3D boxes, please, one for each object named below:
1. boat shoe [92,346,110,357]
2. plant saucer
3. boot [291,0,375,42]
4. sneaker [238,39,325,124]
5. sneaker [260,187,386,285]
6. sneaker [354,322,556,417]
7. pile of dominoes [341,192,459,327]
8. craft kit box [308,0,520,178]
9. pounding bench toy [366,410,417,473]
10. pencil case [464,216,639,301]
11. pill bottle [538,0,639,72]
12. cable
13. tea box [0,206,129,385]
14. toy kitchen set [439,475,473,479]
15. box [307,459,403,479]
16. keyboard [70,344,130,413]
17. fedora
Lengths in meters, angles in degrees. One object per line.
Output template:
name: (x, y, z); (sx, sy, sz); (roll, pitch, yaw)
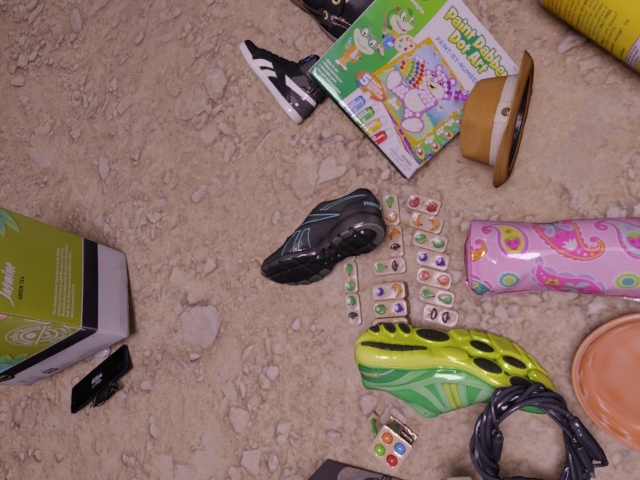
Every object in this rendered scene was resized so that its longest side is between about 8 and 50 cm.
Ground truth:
boat shoe: (-0.533, 0.249, 0.931); (0.100, 0.035, 0.035); (10, 85, 23)
plant saucer: (0.441, 0.183, 0.519); (0.200, 0.037, 0.200); (8, 106, 30)
boot: (-0.006, -0.504, 0.700); (0.138, 0.284, 0.377); (-46, 68, 10)
sneaker: (-0.064, -0.351, 0.820); (0.121, 0.079, 0.217); (-38, 78, 9)
sneaker: (0.000, 0.000, 0.728); (0.267, 0.101, 0.106); (-27, 48, 29)
sneaker: (0.199, 0.206, 0.620); (0.295, 0.109, 0.124); (9, 122, 14)
pile of dominoes: (0.124, 0.035, 0.698); (0.196, 0.040, 0.251); (-8, 79, 21)
craft kit box: (0.153, -0.277, 0.672); (0.246, 0.061, 0.250); (-44, 96, 8)
pounding bench toy: (0.103, 0.317, 0.647); (0.083, 0.065, 0.052); (33, 95, 23)
pencil case: (0.352, 0.027, 0.565); (0.284, 0.124, 0.124); (1, 82, 21)
pill bottle: (0.434, -0.380, 0.556); (0.188, 0.188, 0.334); (-43, 69, 11)
cable: (0.270, 0.269, 0.527); (0.150, 0.047, 0.184); (-39, 98, 13)
tea box: (-0.639, 0.133, 0.819); (0.329, 0.323, 0.220); (-27, 59, 17)
toy kitchen set: (0.125, 0.401, 0.453); (0.166, 0.207, 0.122); (-1, 105, -2)
box: (0.034, 0.434, 0.558); (0.163, 0.247, 0.142); (2, 84, 22)
keyboard: (-0.492, 0.328, 0.912); (0.192, 0.038, 0.100); (-39, 47, 13)
fedora: (0.259, -0.179, 0.602); (0.079, 0.194, 0.194); (14, 87, 28)
